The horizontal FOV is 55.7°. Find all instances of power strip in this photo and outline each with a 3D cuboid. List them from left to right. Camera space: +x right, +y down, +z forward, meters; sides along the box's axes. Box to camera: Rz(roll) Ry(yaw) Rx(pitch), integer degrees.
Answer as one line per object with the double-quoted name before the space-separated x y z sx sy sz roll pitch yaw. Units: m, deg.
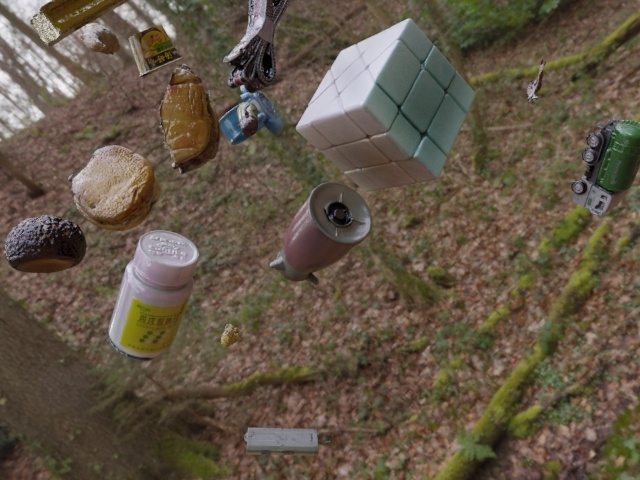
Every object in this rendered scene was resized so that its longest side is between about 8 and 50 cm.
"power strip" -0.098 0.612 1.846 0.092 0.268 0.034 -99 13 -62

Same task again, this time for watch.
"watch" -0.259 -0.417 2.085 0.193 0.211 0.211 -34 13 22

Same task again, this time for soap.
"soap" -0.653 -0.673 1.715 0.315 0.091 0.199 -44 26 -25

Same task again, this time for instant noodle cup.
"instant noodle cup" -0.520 -0.592 1.887 0.151 0.122 0.151 -21 21 8

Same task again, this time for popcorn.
"popcorn" -0.322 0.329 2.136 0.084 0.084 0.084 -48 8 9

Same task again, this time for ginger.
"ginger" -0.784 -0.704 2.155 0.086 0.131 0.294 -42 27 9

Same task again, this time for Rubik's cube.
"Rubik's cube" 0.184 -0.362 1.706 0.319 0.316 0.322 -3 55 54

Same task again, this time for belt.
"belt" -0.161 -0.566 1.631 0.094 0.126 0.359 -7 64 49

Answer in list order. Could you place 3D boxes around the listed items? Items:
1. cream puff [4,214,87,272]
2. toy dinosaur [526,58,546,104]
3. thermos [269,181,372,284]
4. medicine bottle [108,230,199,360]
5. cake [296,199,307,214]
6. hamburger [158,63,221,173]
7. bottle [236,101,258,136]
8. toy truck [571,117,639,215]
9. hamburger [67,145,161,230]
"cream puff" -0.867 0.011 1.919 0.239 0.165 0.239 -9 -14 -2
"toy dinosaur" 0.638 -0.462 1.789 0.220 0.032 0.108 77 -148 -75
"thermos" 0.000 0.000 1.344 0.176 0.146 0.265 -8 -23 -29
"medicine bottle" -0.520 0.171 1.897 0.213 0.213 0.378 -64 -1 -62
"cake" 0.034 -0.073 2.265 0.112 0.246 0.135 29 -100 -60
"hamburger" -0.395 -0.352 1.823 0.282 0.245 0.155 -56 5 -3
"bottle" -0.153 -0.256 1.300 0.047 0.063 0.101 -36 34 14
"toy truck" 0.710 -0.184 1.479 0.101 0.125 0.242 -28 -43 -31
"hamburger" -0.730 -0.184 2.149 0.290 0.314 0.170 -55 -16 -18
